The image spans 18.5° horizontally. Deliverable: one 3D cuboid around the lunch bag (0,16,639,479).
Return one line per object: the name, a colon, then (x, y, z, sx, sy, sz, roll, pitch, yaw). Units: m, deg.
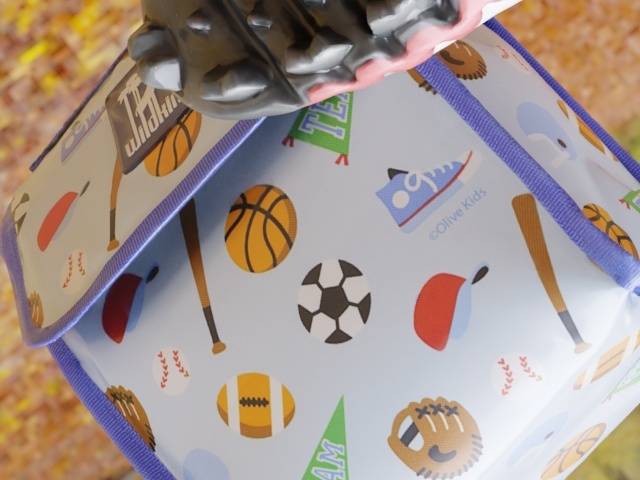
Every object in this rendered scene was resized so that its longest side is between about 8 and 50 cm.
lunch bag: (0.000, 0.000, 1.203, 0.328, 0.385, 0.239, -48, 156, 19)

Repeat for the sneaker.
sneaker: (0.066, -0.124, 0.629, 0.276, 0.097, 0.135, -35, 166, 18)
